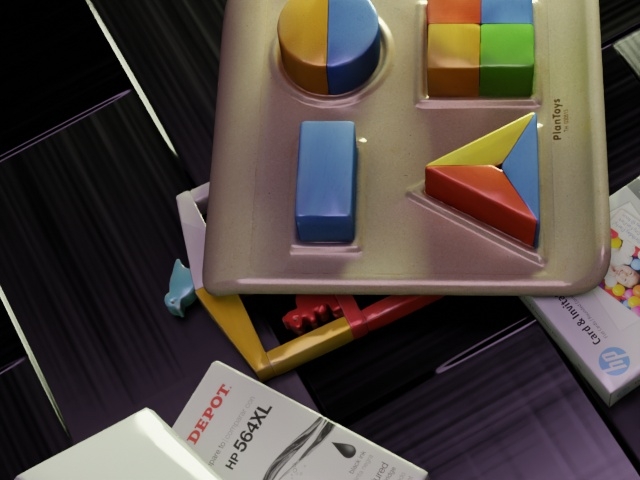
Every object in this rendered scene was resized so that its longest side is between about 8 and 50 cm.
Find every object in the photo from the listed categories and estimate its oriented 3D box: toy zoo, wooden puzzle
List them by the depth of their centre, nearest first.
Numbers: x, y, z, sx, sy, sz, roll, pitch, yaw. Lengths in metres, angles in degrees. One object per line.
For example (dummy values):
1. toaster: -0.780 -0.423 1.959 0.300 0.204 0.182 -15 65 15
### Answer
1. wooden puzzle: 0.070 -0.108 1.343 0.348 0.080 0.322 -2 63 9
2. toy zoo: 0.000 0.000 1.365 0.293 0.030 0.192 -25 63 -4

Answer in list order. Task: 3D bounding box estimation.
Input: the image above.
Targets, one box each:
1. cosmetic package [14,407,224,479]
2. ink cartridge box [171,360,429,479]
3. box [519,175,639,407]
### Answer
1. cosmetic package: -0.124 0.288 1.121 0.225 0.224 0.138 40 40 24
2. ink cartridge box: -0.033 0.211 1.238 0.203 0.086 0.148 25 71 18
3. box: 0.273 0.030 1.305 0.186 0.038 0.145 -33 64 -7
